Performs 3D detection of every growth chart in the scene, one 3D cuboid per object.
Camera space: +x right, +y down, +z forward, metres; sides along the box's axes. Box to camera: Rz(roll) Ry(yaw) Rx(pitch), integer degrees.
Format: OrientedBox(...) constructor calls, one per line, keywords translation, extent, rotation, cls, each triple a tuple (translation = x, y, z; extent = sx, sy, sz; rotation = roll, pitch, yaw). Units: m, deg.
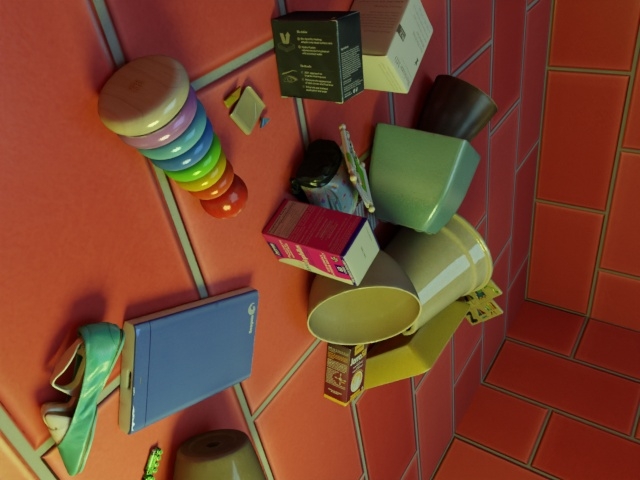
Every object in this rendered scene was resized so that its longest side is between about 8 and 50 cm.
OrientedBox(translation=(0.083, -0.168, 1.286), extent=(0.237, 0.021, 0.172), rotation=(47, 29, -65), cls="growth chart")

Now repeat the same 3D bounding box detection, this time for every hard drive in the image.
OrientedBox(translation=(-0.248, 0.223, 1.097), extent=(0.318, 0.040, 0.210), rotation=(-12, 113, -55), cls="hard drive")

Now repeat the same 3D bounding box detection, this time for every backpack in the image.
OrientedBox(translation=(0.017, -0.125, 1.289), extent=(0.152, 0.115, 0.182), rotation=(-60, 149, -27), cls="backpack")

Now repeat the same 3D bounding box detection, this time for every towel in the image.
OrientedBox(translation=(0.102, -0.048, 1.541), extent=(0.197, 0.029, 0.144), rotation=(-48, 142, -36), cls="towel")

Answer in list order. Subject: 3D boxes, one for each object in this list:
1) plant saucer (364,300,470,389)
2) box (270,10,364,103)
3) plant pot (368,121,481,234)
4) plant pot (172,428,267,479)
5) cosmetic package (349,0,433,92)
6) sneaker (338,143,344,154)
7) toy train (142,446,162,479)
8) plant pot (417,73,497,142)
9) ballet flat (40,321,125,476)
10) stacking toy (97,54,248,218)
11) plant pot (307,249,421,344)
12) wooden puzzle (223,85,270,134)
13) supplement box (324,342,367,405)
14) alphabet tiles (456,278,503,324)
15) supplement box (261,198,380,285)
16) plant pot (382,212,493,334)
OrientedBox(translation=(0.284, 0.318, 1.791), extent=(0.081, 0.333, 0.333), rotation=(52, 49, -3), cls="plant saucer")
OrientedBox(translation=(-0.003, -0.369, 1.110), extent=(0.093, 0.156, 0.158), rotation=(-41, 135, -43), cls="box")
OrientedBox(translation=(0.268, -0.155, 1.522), extent=(0.247, 0.248, 0.252), rotation=(7, 99, -65), cls="plant pot")
OrientedBox(translation=(-0.202, 0.525, 1.139), extent=(0.263, 0.263, 0.229), rotation=(-12, 97, -55), cls="plant pot")
OrientedBox(translation=(0.148, -0.470, 1.306), extent=(0.151, 0.151, 0.184), rotation=(36, 73, -56), cls="cosmetic package")
OrientedBox(translation=(0.041, -0.184, 1.381), extent=(0.043, 0.040, 0.109), rotation=(-16, 114, -36), cls="sneaker")
OrientedBox(translation=(-0.332, 0.445, 1.086), extent=(0.023, 0.017, 0.083), rotation=(16, 90, -48), cls="toy train")
OrientedBox(translation=(0.392, -0.353, 1.717), extent=(0.230, 0.215, 0.215), rotation=(-59, 148, 3), cls="plant pot")
OrientedBox(translation=(-0.387, 0.244, 0.871), extent=(0.087, 0.083, 0.247), rotation=(18, 88, -34), cls="ballet flat")
OrientedBox(translation=(-0.217, -0.142, 0.924), extent=(0.141, 0.141, 0.330), rotation=(-62, 153, -19), cls="stacking toy")
OrientedBox(translation=(0.098, 0.118, 1.421), extent=(0.284, 0.284, 0.191), rotation=(58, 18, -50), cls="plant pot")
OrientedBox(translation=(-0.143, -0.254, 1.079), extent=(0.078, 0.014, 0.116), rotation=(-58, 145, -18), cls="wooden puzzle")
OrientedBox(translation=(0.075, 0.371, 1.627), extent=(0.104, 0.081, 0.188), rotation=(-22, 121, -52), cls="supplement box")
OrientedBox(translation=(0.433, 0.123, 1.810), extent=(0.011, 0.342, 0.285), rotation=(-37, 174, -28), cls="alphabet tiles")
OrientedBox(translation=(0.000, 0.000, 1.217), extent=(0.114, 0.220, 0.111), rotation=(-57, 144, -24), cls="supplement box")
OrientedBox(translation=(0.286, 0.106, 1.664), extent=(0.305, 0.334, 0.334), rotation=(-39, 135, -27), cls="plant pot")
